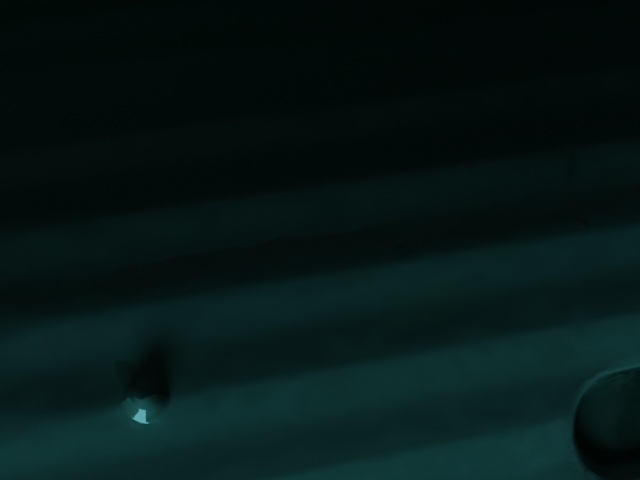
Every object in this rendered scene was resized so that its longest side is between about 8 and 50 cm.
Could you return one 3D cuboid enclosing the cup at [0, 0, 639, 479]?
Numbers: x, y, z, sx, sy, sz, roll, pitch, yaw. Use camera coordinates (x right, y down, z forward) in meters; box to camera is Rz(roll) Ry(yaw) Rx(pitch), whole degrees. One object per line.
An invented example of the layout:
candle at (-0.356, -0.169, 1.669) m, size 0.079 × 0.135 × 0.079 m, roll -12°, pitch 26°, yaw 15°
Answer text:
cup at (0.049, 0.013, 0.593) m, size 0.392 × 0.310 × 0.401 m, roll -11°, pitch 143°, yaw -1°
